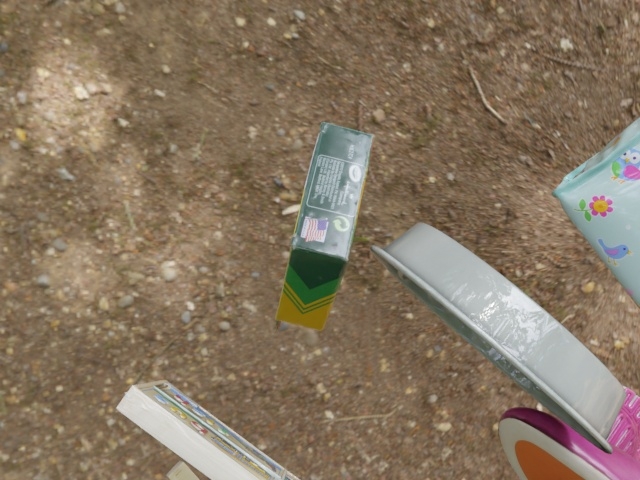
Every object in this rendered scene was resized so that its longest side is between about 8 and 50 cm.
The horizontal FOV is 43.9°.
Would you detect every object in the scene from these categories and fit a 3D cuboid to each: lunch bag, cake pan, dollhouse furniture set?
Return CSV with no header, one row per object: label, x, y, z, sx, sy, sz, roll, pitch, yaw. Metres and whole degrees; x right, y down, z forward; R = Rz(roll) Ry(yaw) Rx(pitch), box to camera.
lunch bag,0.414,-0.050,0.819,0.262,0.160,0.223,-38,85,26
cake pan,0.173,0.085,0.765,0.293,0.293,0.054,41,90,17
dollhouse furniture set,-0.386,0.620,1.950,0.144,0.151,0.123,53,154,-16

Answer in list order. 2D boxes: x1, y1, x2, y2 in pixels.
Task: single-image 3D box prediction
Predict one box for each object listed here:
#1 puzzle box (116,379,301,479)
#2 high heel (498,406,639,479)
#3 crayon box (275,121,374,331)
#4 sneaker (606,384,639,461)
puzzle box,-0.173,0.400,1.478,0.409,0.272,0.052,35,85,5
high heel,0.373,0.273,0.891,0.377,0.181,0.127,41,143,-1
crayon box,0.000,0.000,1.177,0.081,0.318,0.202,14,63,-1
sneaker,0.412,0.282,1.159,0.103,0.252,0.111,-41,35,-14
